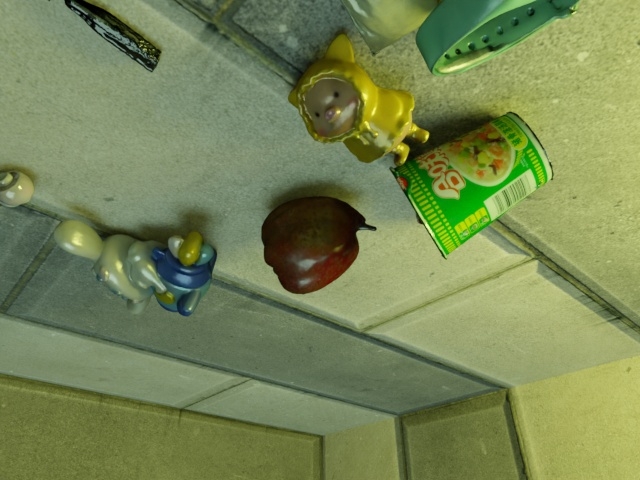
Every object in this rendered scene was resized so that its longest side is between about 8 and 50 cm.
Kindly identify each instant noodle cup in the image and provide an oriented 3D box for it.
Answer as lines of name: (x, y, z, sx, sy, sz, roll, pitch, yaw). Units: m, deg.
instant noodle cup: (0.274, -0.108, 0.840, 0.233, 0.207, 0.207, -31, 137, 13)

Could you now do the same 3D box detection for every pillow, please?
pillow: (0.080, -0.364, 0.610, 0.148, 0.050, 0.230, -22, 141, 26)

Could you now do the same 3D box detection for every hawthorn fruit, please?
hawthorn fruit: (0.000, 0.000, 1.014, 0.248, 0.208, 0.208, -21, 142, 9)

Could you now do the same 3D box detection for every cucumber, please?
cucumber: (-0.315, -0.316, 0.692, 0.163, 0.043, 0.039, 34, 175, -35)

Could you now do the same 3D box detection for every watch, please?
watch: (0.243, -0.298, 0.602, 0.237, 0.068, 0.195, -27, 175, -5)

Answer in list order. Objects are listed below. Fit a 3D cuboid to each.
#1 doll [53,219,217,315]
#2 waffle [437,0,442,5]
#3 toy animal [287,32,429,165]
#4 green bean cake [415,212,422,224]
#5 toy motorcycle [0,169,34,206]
doll: (-0.405, 0.088, 1.141, 0.366, 0.187, 0.376, 1, 164, 11)
waffle: (0.171, -0.375, 0.569, 0.149, 0.051, 0.194, -32, 143, 5)
toy animal: (0.069, -0.212, 0.765, 0.230, 0.156, 0.156, 31, 136, -22)
green bean cake: (0.278, -0.087, 1.007, 0.135, 0.056, 0.135, -1, 145, 3)
toy motorcycle: (-0.721, -0.085, 0.959, 0.254, 0.112, 0.112, -7, 145, 7)
